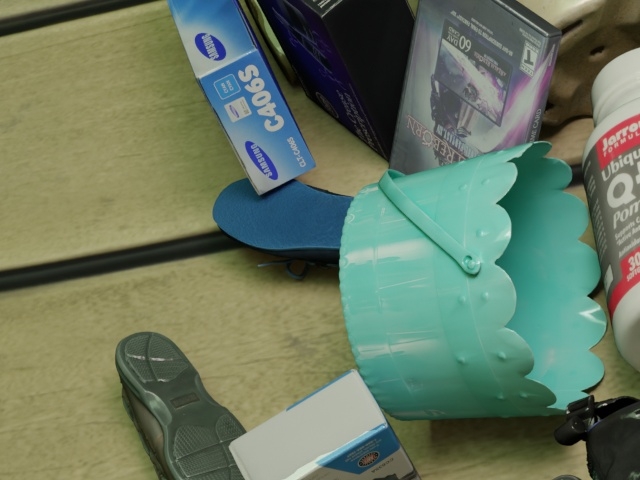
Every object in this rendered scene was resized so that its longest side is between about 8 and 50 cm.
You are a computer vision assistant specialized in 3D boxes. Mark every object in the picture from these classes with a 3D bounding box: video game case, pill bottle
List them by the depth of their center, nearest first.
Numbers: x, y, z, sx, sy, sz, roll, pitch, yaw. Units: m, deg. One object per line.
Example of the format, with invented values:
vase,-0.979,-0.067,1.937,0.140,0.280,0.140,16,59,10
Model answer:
pill bottle,0.352,-0.035,1.924,0.176,0.176,0.318,-15,50,12
video game case,0.155,-0.138,2.046,0.026,0.274,0.196,-15,40,-34

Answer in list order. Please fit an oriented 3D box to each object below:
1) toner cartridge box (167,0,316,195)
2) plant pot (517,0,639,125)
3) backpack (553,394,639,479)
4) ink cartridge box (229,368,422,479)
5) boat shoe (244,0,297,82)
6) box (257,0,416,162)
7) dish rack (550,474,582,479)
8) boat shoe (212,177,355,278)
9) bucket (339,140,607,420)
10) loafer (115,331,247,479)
toner cartridge box,-0.103,-0.208,2.206,0.075,0.165,0.348,-27,32,2
plant pot,0.244,-0.305,2.118,0.334,0.334,0.305,-25,60,4
backpack,0.376,0.221,1.663,0.276,0.263,0.213,-21,54,13
ink cartridge box,0.017,0.227,1.858,0.139,0.190,0.082,-31,50,-1
boat shoe,-0.047,-0.284,2.360,0.073,0.080,0.223,-23,54,-2
box,0.027,-0.229,2.158,0.103,0.261,0.184,-38,49,-8
dish rack,0.210,0.353,1.761,0.208,0.074,0.271,-31,50,0
boat shoe,0.000,0.000,2.114,0.258,0.089,0.109,16,71,33
bucket,0.149,0.046,1.897,0.183,0.281,0.281,-8,52,24
loafer,-0.137,0.209,2.029,0.096,0.084,0.267,-11,47,-26
